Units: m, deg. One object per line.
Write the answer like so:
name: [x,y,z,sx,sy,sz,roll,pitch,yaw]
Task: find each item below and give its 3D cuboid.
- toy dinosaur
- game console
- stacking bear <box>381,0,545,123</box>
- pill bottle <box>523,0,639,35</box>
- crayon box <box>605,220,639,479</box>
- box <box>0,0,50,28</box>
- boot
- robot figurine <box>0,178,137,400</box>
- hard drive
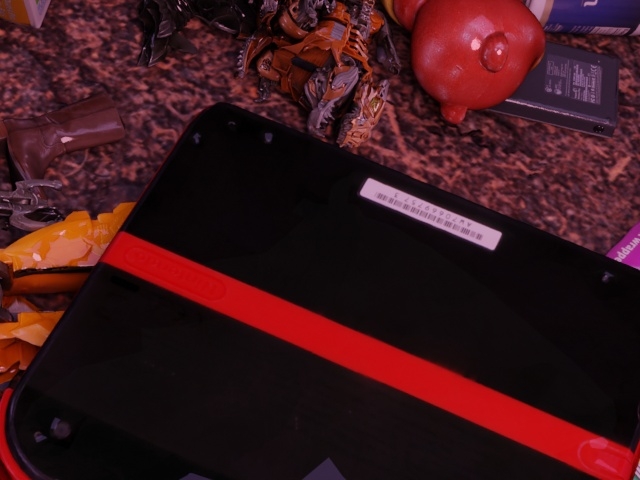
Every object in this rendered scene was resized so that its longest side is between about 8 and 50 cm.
toy dinosaur: [-0.042,-0.218,1.167,0.218,0.164,0.322,4,32,-26]
game console: [0.018,0.095,0.857,0.387,0.060,0.342,23,54,9]
stacking bear: [0.122,-0.244,1.171,0.164,0.175,0.289,9,55,-27]
pill bottle: [0.271,-0.245,1.251,0.169,0.094,0.094,0,53,-11]
crayon box: [0.316,0.136,0.962,0.313,0.106,0.363,39,57,17]
box: [-0.264,-0.305,1.131,0.103,0.114,0.203,18,79,-2]
boot: [-0.202,-0.073,1.067,0.114,0.037,0.106,-17,60,-28]
robot figurine: [-0.171,0.052,0.943,0.291,0.085,0.211,-4,53,-15]
hard drive: [0.208,-0.149,1.211,0.135,0.022,0.094,13,52,-1]
